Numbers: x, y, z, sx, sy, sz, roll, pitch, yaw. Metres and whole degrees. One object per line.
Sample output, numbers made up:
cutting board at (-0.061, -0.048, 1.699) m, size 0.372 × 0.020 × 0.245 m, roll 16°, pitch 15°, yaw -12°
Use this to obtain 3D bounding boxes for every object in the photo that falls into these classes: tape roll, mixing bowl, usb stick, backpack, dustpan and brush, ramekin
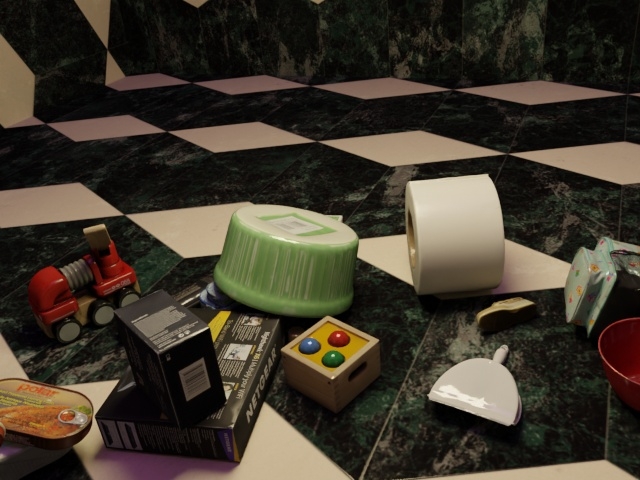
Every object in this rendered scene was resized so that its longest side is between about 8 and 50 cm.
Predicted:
tape roll at (0.276, -0.010, 1.309) m, size 0.169 × 0.246 × 0.246 m, roll -6°, pitch 29°, yaw 3°
mixing bowl at (0.543, 0.218, 0.999) m, size 0.182 × 0.098 × 0.181 m, roll -5°, pitch 29°, yaw 3°
usb stick at (-0.313, 0.142, 1.357) m, size 0.278 × 0.045 × 0.077 m, roll -30°, pitch 30°, yaw -35°
backpack at (0.543, 0.085, 1.165) m, size 0.145 × 0.165 × 0.188 m, roll 16°, pitch 33°, yaw 18°
dustpan and brush at (0.291, 0.237, 1.071) m, size 0.147 × 0.060 × 0.211 m, roll 13°, pitch 41°, yaw 28°
backpack at (-0.201, 0.126, 1.324) m, size 0.114 × 0.084 × 0.105 m, roll 16°, pitch 33°, yaw 41°
ramekin at (-0.064, 0.031, 1.299) m, size 0.304 × 0.148 × 0.303 m, roll 11°, pitch 16°, yaw -3°

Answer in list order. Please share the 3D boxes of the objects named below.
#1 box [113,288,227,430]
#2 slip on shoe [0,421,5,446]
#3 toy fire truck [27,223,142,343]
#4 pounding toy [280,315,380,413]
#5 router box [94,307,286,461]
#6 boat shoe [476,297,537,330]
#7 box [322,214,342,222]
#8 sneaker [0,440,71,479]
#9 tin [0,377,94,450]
box at (-0.239, 0.185, 0.983) m, size 0.093 × 0.155 × 0.158 m, roll -27°, pitch 35°, yaw -33°
slip on shoe at (-0.515, 0.368, 0.791) m, size 0.101 × 0.123 × 0.331 m, roll 22°, pitch 33°, yaw 2°
toy fire truck at (-0.508, 0.072, 1.313) m, size 0.217 × 0.246 × 0.159 m, roll -27°, pitch 35°, yaw -32°
pounding toy at (0.009, 0.193, 1.152) m, size 0.206 × 0.094 × 0.181 m, roll 21°, pitch 39°, yaw 39°
router box at (-0.217, 0.244, 1.119) m, size 0.243 × 0.080 × 0.308 m, roll 1°, pitch 30°, yaw 14°
boat shoe at (0.362, 0.144, 1.222) m, size 0.136 × 0.050 × 0.045 m, roll -7°, pitch 24°, yaw -22°
box at (0.000, 0.000, 1.488) m, size 0.101 × 0.101 × 0.087 m, roll 3°, pitch 33°, yaw 14°
sneaker at (-0.554, 0.337, 1.005) m, size 0.256 × 0.094 × 0.151 m, roll -18°, pitch 36°, yaw -38°
tin at (-0.464, 0.280, 1.000) m, size 0.190 × 0.040 × 0.106 m, roll 14°, pitch 33°, yaw 0°
